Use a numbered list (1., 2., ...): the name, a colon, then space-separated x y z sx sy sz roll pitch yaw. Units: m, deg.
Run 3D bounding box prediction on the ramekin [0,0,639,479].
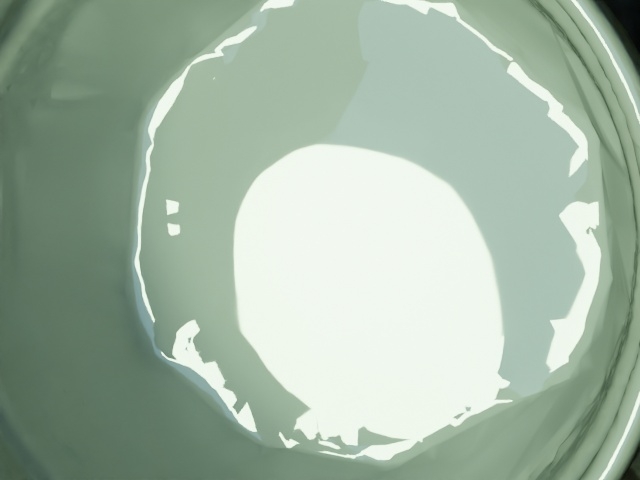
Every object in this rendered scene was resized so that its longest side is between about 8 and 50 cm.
1. ramekin: 0.000 0.000 0.431 0.207 0.109 0.207 2 96 18
